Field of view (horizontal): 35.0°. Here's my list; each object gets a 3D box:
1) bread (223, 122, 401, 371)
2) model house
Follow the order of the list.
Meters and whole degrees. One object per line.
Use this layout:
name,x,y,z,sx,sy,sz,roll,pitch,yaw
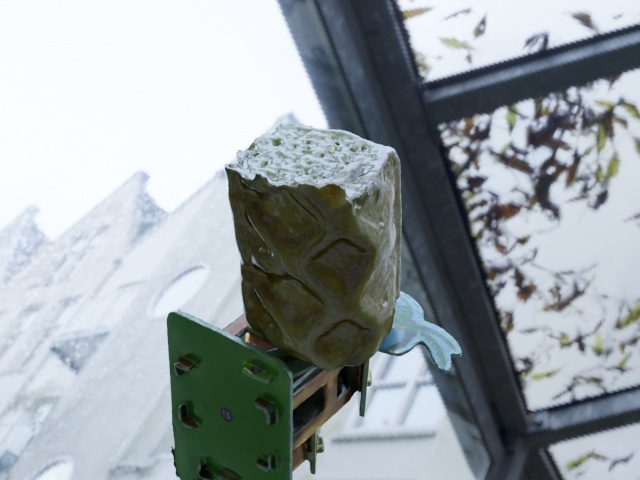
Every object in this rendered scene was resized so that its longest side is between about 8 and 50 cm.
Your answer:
bread,-0.004,-0.002,1.195,0.196,0.238,0.252,2,-62,15
model house,0.021,0.201,1.357,0.340,0.323,0.300,21,-53,30
